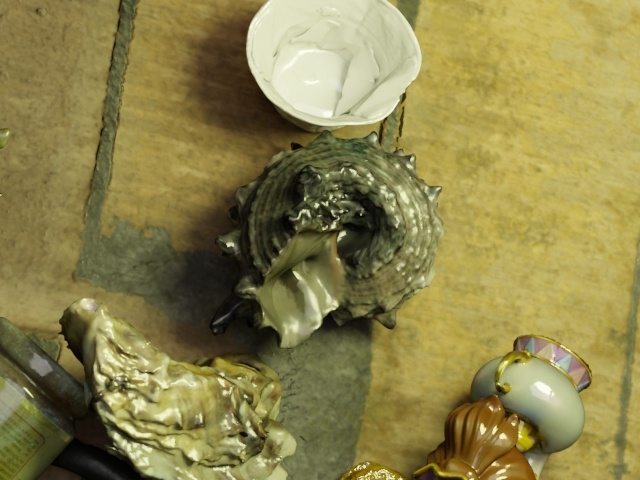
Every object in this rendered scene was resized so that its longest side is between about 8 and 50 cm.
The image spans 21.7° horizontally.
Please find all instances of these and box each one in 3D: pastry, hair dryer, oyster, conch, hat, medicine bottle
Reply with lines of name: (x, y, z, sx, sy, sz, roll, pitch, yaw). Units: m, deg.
pastry: (0.061, 0.298, 1.864, 0.097, 0.057, 0.109, -1, 76, -14)
hair dryer: (-0.240, 0.294, 1.809, 0.272, 0.091, 0.235, 35, 80, 12)
oyster: (-0.147, 0.158, 1.746, 0.115, 0.351, 0.238, -43, 41, 10)
conch: (0.009, 0.007, 1.891, 0.313, 0.186, 0.240, -32, 98, -34)
hat: (0.004, -0.200, 1.957, 0.203, 0.126, 0.203, 3, 74, -11)
medicine bottle: (-0.387, 0.240, 1.712, 0.151, 0.151, 0.322, 42, 79, 2)

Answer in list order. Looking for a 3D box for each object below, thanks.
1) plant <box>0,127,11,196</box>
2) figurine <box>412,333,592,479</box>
plant: (-0.466, 0.034, 1.749, 0.251, 0.180, 0.333, 11, 69, -21)
figurine: (0.198, 0.232, 1.859, 0.263, 0.142, 0.189, -54, 135, -27)
